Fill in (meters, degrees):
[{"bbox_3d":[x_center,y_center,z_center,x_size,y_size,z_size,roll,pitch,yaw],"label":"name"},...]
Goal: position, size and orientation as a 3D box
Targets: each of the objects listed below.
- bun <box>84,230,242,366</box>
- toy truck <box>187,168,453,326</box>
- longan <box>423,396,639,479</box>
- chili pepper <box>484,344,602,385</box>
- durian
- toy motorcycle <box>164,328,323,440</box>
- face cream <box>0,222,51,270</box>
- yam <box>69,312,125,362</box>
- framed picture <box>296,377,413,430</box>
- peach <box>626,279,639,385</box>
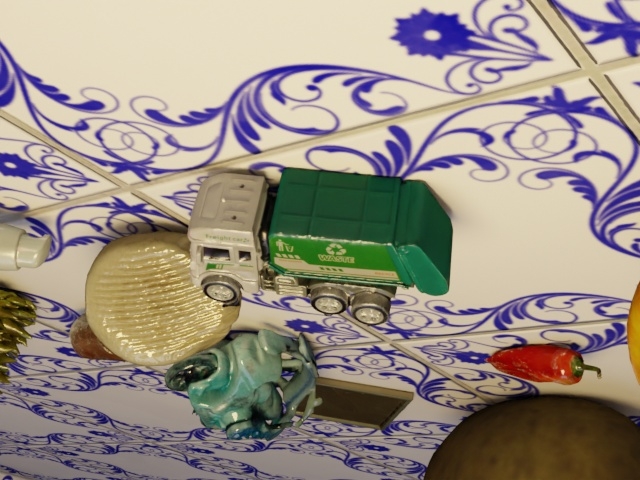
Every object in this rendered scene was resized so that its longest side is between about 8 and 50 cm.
[{"bbox_3d":[-0.175,0.059,1.106,0.173,0.166,0.113,17,-161,-3],"label":"bun"},{"bbox_3d":[0.000,0.000,0.931,0.253,0.114,0.124,7,143,4],"label":"toy truck"},{"bbox_3d":[0.340,0.405,1.477,0.405,0.336,0.404,-23,179,0],"label":"longan"},{"bbox_3d":[0.293,0.162,1.274,0.059,0.050,0.191,23,165,-37],"label":"chili pepper"},{"bbox_3d":[-0.537,0.149,1.399,0.198,0.163,0.394,23,159,-24],"label":"durian"},{"bbox_3d":[-0.104,0.207,1.412,0.206,0.154,0.260,-17,150,0],"label":"toy motorcycle"},{"bbox_3d":[-0.427,-0.004,1.069,0.252,0.101,0.101,9,157,-2],"label":"face cream"},{"bbox_3d":[-0.276,0.133,1.368,0.141,0.079,0.079,-4,154,28],"label":"yam"},{"bbox_3d":[0.047,0.285,1.681,0.184,0.016,0.250,10,156,-3],"label":"framed picture"},{"bbox_3d":[0.404,0.075,0.815,0.281,0.238,0.281,-7,122,-11],"label":"peach"}]
